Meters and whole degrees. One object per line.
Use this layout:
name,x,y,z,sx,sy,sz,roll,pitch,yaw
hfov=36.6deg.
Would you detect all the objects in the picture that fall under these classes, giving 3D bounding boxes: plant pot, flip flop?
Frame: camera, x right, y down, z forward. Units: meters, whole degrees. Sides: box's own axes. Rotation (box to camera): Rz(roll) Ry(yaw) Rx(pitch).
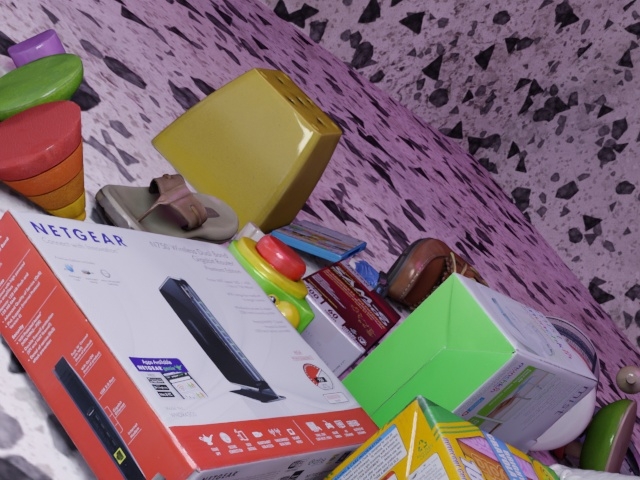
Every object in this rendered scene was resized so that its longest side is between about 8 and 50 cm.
plant pot,-0.092,-0.150,1.497,0.212,0.187,0.212,45,17,6
flip flop,-0.178,-0.043,1.218,0.112,0.080,0.277,49,21,18

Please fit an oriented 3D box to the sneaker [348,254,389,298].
sneaker,0.071,0.071,1.564,0.084,0.058,0.152,36,10,3

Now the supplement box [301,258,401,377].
supplement box,0.022,0.107,1.345,0.130,0.073,0.239,46,16,7

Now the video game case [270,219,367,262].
video game case,0.000,0.000,1.563,0.119,0.015,0.166,21,12,13

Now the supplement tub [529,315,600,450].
supplement tub,0.377,0.233,1.654,0.191,0.191,0.272,47,17,9

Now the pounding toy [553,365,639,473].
pounding toy,0.490,0.330,1.726,0.110,0.237,0.183,17,3,27

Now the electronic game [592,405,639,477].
electronic game,0.588,0.427,1.891,0.229,0.048,0.229,49,19,-24

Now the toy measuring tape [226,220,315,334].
toy measuring tape,-0.093,0.027,1.230,0.121,0.121,0.330,35,9,-26

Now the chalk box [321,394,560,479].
chalk box,0.152,0.310,0.921,0.289,0.180,0.179,34,20,-34

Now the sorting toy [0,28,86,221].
sorting toy,-0.316,-0.130,1.141,0.365,0.127,0.126,-114,-178,-56

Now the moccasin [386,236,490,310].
moccasin,0.223,0.092,1.766,0.147,0.139,0.380,42,5,25

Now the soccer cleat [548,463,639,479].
soccer cleat,0.285,0.301,1.050,0.143,0.116,0.331,38,-21,8

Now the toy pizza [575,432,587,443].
toy pizza,0.461,0.335,1.881,0.201,0.032,0.201,40,18,-16

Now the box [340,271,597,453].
box,0.154,0.190,1.123,0.231,0.262,0.127,21,28,-50

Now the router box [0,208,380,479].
router box,-0.126,0.117,0.929,0.301,0.082,0.335,48,17,24
